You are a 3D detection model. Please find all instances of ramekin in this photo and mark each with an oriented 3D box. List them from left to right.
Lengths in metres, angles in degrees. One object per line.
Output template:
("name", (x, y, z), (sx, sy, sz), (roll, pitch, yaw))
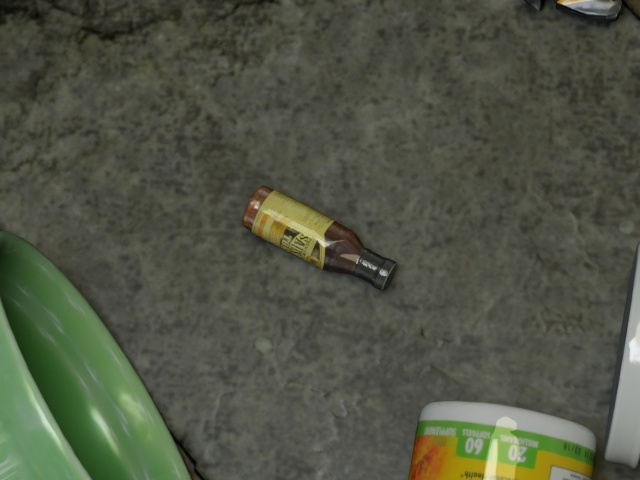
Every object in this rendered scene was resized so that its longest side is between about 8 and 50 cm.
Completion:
("ramekin", (-0.218, 0.159, 1.437), (0.148, 0.303, 0.303), (-31, 76, 5))

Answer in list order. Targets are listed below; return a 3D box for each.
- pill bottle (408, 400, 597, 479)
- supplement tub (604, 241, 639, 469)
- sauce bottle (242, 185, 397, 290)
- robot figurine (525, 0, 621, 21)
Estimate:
("pill bottle", (0.121, 0.251, 1.459), (0.136, 0.136, 0.245), (9, 78, 7))
("supplement tub", (0.356, 0.102, 1.443), (0.272, 0.191, 0.191), (9, 78, 7))
("sauce bottle", (0.000, 0.000, 1.577), (0.128, 0.042, 0.042), (27, 81, 13))
("robot figurine", (0.191, -0.316, 1.610), (0.291, 0.085, 0.211), (42, 85, 13))
